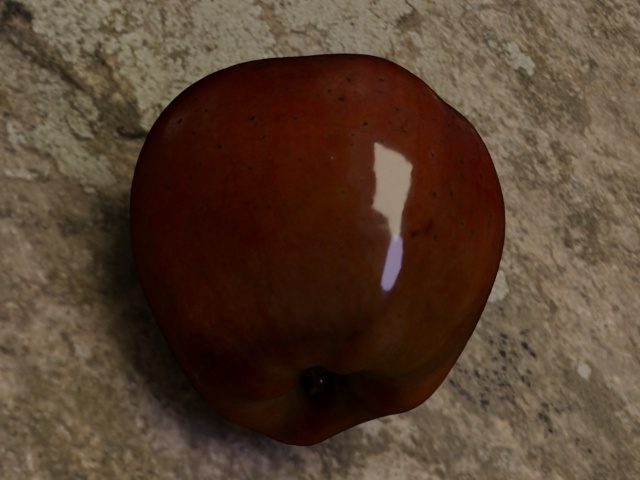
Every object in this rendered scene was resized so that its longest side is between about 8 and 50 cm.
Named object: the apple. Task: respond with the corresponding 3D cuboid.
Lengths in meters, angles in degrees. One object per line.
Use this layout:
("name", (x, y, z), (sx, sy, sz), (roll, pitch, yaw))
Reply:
("apple", (0.002, 0.000, 0.931), (0.234, 0.234, 0.234), (21, 48, -25))
